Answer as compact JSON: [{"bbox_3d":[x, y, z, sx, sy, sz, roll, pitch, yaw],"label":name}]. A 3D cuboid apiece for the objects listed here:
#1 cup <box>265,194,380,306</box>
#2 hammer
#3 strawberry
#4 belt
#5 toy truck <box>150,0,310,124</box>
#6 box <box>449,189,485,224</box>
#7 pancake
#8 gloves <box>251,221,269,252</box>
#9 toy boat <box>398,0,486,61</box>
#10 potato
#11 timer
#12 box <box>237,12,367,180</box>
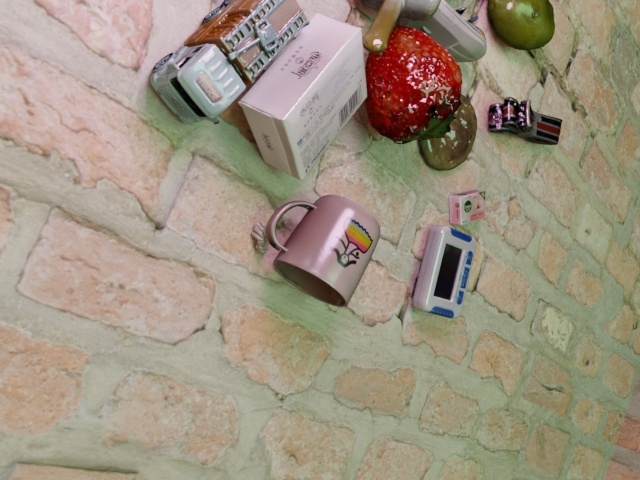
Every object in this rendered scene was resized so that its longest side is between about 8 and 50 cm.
[{"bbox_3d":[0.000,0.000,1.259,0.253,0.191,0.200,37,71,-21],"label":"cup"},{"bbox_3d":[0.155,-0.506,1.236,0.113,0.202,0.305,97,10,-54],"label":"hammer"},{"bbox_3d":[0.208,-0.378,1.337,0.239,0.250,0.288,-18,84,-12],"label":"strawberry"},{"bbox_3d":[0.659,-0.370,1.770,0.359,0.126,0.094,4,86,-45],"label":"belt"},{"bbox_3d":[-0.165,-0.361,1.063,0.305,0.162,0.136,-52,126,-19],"label":"toy truck"},{"bbox_3d":[0.445,-0.101,1.685,0.125,0.043,0.089,-16,108,-37],"label":"box"},{"bbox_3d":[0.369,-0.316,1.580,0.242,0.050,0.241,-8,102,-39],"label":"pancake"},{"bbox_3d":[-0.129,-0.003,1.245,0.044,0.037,0.081,-52,129,-65],"label":"gloves"},{"bbox_3d":[0.331,-0.557,1.459,0.269,0.141,0.140,4,96,-42],"label":"toy boat"},{"bbox_3d":[0.598,-0.663,1.641,0.253,0.148,0.186,2,99,-40],"label":"potato"},{"bbox_3d":[0.359,0.092,1.629,0.178,0.078,0.253,19,84,-37],"label":"timer"},{"bbox_3d":[-0.024,-0.299,1.173,0.274,0.116,0.203,-54,157,-18],"label":"box"}]
